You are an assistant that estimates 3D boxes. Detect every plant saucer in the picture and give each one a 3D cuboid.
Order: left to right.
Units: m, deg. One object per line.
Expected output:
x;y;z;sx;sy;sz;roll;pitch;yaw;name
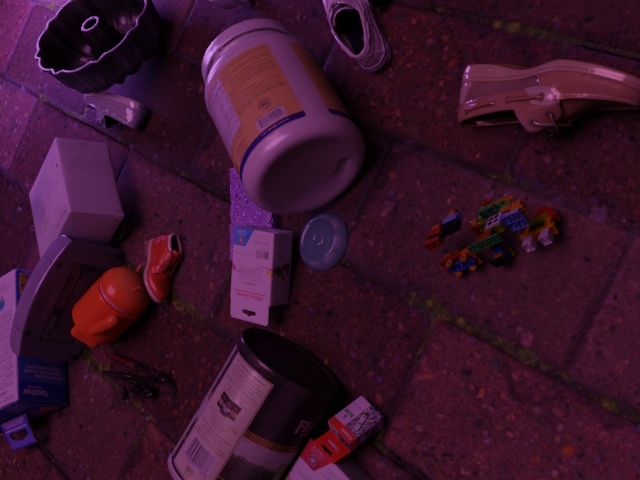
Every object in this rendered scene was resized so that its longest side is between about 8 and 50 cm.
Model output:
0.000;0.000;1.625;0.119;0.021;0.119;-12;70;37;plant saucer

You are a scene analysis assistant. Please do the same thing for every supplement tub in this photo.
-0.081;-0.241;1.618;0.241;0.241;0.331;-42;54;22;supplement tub

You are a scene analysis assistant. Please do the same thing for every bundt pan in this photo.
-0.535;-0.495;2.100;0.330;0.124;0.331;-15;51;19;bundt pan

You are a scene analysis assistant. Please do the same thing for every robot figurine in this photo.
-0.467;0.147;1.896;0.219;0.158;0.128;-44;75;21;robot figurine

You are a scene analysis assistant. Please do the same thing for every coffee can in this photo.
-0.120;0.324;1.509;0.201;0.201;0.275;40;103;39;coffee can

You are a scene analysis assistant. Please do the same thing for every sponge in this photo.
-0.137;-0.067;1.751;0.117;0.031;0.210;-16;68;35;sponge

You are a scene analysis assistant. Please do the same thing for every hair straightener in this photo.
-0.401;0.314;1.854;0.230;0.047;0.089;11;84;36;hair straightener

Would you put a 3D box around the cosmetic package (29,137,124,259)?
-0.587;-0.085;2.020;0.224;0.138;0.225;-49;51;40;cosmetic package

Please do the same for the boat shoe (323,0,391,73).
0.058;-0.441;1.665;0.095;0.084;0.258;-44;54;22;boat shoe

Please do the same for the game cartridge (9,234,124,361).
-0.592;0.135;1.956;0.062;0.198;0.297;30;96;41;game cartridge

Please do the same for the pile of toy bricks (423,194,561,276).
0.273;-0.029;1.369;0.212;0.118;0.105;-26;29;41;pile of toy bricks

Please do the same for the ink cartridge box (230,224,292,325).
-0.117;0.067;1.654;0.104;0.061;0.181;10;100;37;ink cartridge box

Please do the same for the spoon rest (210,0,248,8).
-0.177;-0.638;1.935;0.137;0.084;0.276;-5;61;37;spoon rest

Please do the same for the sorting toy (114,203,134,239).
-0.473;-0.053;2.024;0.061;0.042;0.102;-37;68;44;sorting toy

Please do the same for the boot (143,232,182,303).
-0.344;0.059;1.869;0.084;0.059;0.158;-18;65;29;boot

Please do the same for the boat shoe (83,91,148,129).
-0.524;-0.320;2.112;0.227;0.079;0.081;16;83;38;boat shoe

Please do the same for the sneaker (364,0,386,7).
0.172;-0.531;1.601;0.121;0.079;0.217;38;100;41;sneaker

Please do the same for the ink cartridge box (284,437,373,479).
-0.003;0.451;1.460;0.127;0.072;0.175;39;103;39;ink cartridge box

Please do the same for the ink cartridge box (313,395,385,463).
0.047;0.322;1.443;0.115;0.029;0.063;-32;47;-21;ink cartridge box

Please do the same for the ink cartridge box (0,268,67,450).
-0.762;0.306;2.076;0.270;0.151;0.396;-25;61;32;ink cartridge box

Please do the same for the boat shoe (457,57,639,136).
0.362;-0.217;1.336;0.341;0.121;0.110;13;90;51;boat shoe
